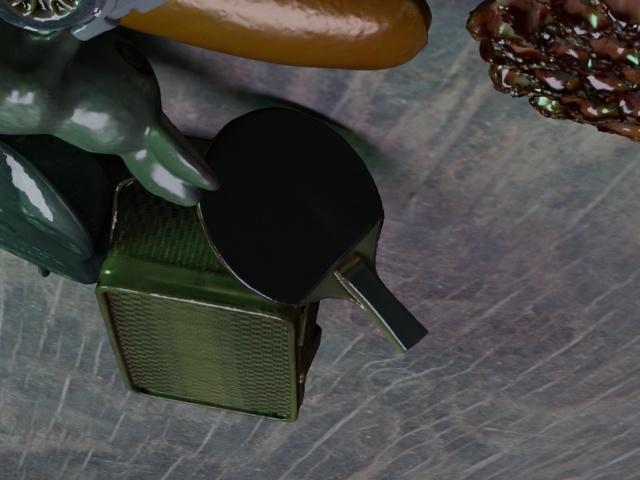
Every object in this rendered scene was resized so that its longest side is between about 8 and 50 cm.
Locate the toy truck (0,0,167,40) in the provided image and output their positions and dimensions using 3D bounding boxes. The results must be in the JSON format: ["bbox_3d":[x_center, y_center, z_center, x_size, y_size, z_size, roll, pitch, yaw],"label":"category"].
[{"bbox_3d":[-0.142,-0.246,0.563,0.175,0.146,0.367,-16,146,18],"label":"toy truck"}]

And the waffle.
[{"bbox_3d":[0.193,-0.102,0.792,0.221,0.055,0.234,18,172,9],"label":"waffle"}]

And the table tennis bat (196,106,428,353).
[{"bbox_3d":[0.000,0.000,1.019,0.220,0.130,0.019,48,168,-15],"label":"table tennis bat"}]

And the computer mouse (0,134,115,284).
[{"bbox_3d":[-0.237,-0.035,1.144,0.167,0.090,0.379,26,165,1],"label":"computer mouse"}]

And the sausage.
[{"bbox_3d":[-0.050,-0.154,0.807,0.238,0.098,0.098,14,155,1],"label":"sausage"}]

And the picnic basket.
[{"bbox_3d":[-0.082,0.036,1.153,0.165,0.139,0.267,10,154,4],"label":"picnic basket"}]

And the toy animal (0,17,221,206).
[{"bbox_3d":[-0.177,-0.108,0.944,0.236,0.108,0.138,25,145,-33],"label":"toy animal"}]
